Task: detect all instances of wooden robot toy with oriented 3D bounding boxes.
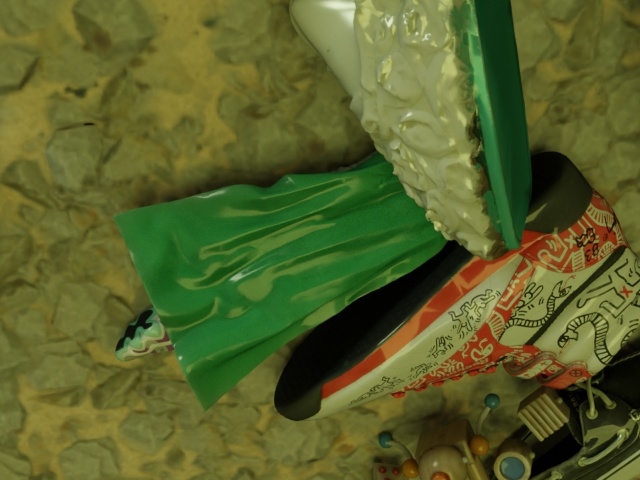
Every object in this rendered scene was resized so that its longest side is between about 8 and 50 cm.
[{"bbox_3d":[0.106,0.171,0.657,0.173,0.079,0.076,-25,90,17],"label":"wooden robot toy"}]

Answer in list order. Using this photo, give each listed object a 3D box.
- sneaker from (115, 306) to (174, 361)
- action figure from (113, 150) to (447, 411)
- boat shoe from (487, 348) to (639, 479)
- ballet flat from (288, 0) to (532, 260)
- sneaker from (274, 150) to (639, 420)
[{"bbox_3d":[-0.092,0.072,0.629,0.098,0.038,0.069,-34,114,10],"label":"sneaker"},{"bbox_3d":[0.000,0.000,0.584,0.232,0.063,0.137,-24,96,-7],"label":"action figure"},{"bbox_3d":[0.218,0.140,0.680,0.070,0.077,0.219,32,110,-21],"label":"boat shoe"},{"bbox_3d":[0.038,-0.183,0.490,0.147,0.147,0.408,-11,114,-2],"label":"ballet flat"},{"bbox_3d":[0.107,0.074,0.626,0.270,0.090,0.145,-40,111,10],"label":"sneaker"}]
